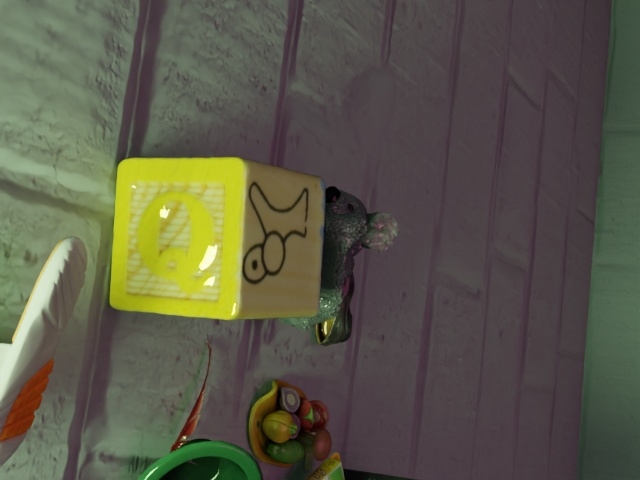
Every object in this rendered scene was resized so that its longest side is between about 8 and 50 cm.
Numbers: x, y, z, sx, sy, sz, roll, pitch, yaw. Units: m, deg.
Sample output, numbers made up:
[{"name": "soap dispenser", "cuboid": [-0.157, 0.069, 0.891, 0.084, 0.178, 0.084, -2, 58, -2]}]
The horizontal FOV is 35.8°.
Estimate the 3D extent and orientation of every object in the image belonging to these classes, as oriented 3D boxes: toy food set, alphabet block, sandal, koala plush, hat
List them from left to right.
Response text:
[{"name": "sandal", "cuboid": [-0.319, 0.113, 1.012, 0.102, 0.076, 0.265, 64, 46, -75]}, {"name": "hat", "cuboid": [-0.179, 0.291, 1.331, 0.208, 0.183, 0.173, -32, 121, -7]}, {"name": "alphabet block", "cuboid": [-0.124, 0.000, 1.240, 0.197, 0.193, 0.192, 8, 83, -61]}, {"name": "toy food set", "cuboid": [-0.028, 0.293, 1.552, 0.218, 0.071, 0.128, 34, 62, -57]}, {"name": "koala plush", "cuboid": [0.000, 0.000, 1.488, 0.221, 0.196, 0.203, -48, 144, -50]}]

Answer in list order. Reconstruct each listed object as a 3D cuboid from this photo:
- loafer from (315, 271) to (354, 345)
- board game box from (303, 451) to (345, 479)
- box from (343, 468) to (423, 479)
[{"name": "loafer", "cuboid": [0.018, 0.092, 1.637, 0.061, 0.062, 0.170, -17, 105, -55]}, {"name": "board game box", "cuboid": [-0.032, 0.450, 1.545, 0.259, 0.039, 0.124, -36, 124, -44]}, {"name": "box", "cuboid": [0.144, 0.501, 1.666, 0.143, 0.270, 0.165, 60, 42, -44]}]
